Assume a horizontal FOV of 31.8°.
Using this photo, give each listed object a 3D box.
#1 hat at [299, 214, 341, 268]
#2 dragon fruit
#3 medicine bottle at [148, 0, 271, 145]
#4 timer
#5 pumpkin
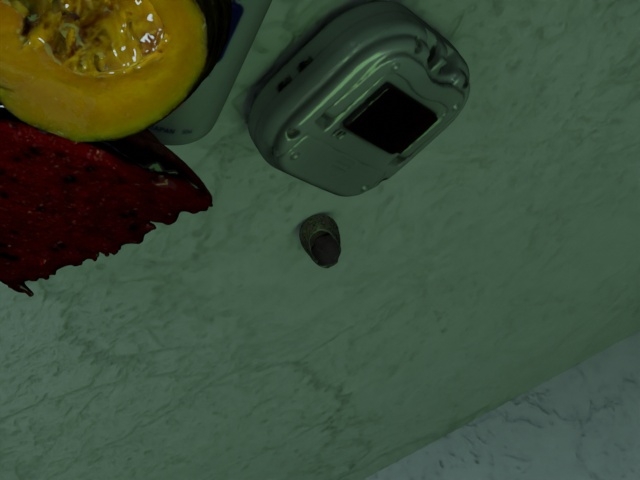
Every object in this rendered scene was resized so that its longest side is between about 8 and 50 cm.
[{"bbox_3d":[-0.002,-0.003,1.593,0.058,0.042,0.087,-35,120,-8],"label":"hat"},{"bbox_3d":[-0.287,-0.076,1.055,0.344,0.100,0.282,-18,144,37],"label":"dragon fruit"},{"bbox_3d":[-0.098,-0.243,0.983,0.130,0.130,0.341,-9,146,-36],"label":"medicine bottle"},{"bbox_3d":[0.052,-0.157,1.322,0.237,0.087,0.262,-40,152,18],"label":"timer"},{"bbox_3d":[-0.213,-0.204,0.835,0.222,0.139,0.317,-24,136,18],"label":"pumpkin"}]
